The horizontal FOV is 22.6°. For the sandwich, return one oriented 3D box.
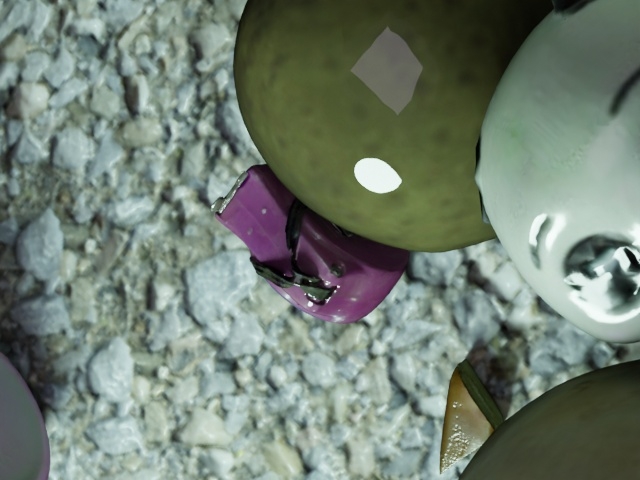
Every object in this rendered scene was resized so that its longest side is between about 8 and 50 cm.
[{"bbox_3d":[0.111,0.132,1.164,0.044,0.031,0.083,11,105,23],"label":"sandwich"}]

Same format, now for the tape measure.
[{"bbox_3d":[0.000,0.000,1.133,0.118,0.125,0.074,49,121,19],"label":"tape measure"}]

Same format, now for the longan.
[{"bbox_3d":[0.060,-0.111,1.051,0.246,0.215,0.246,12,128,16],"label":"longan"}]

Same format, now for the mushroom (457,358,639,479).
[{"bbox_3d":[0.247,0.217,0.949,0.362,0.362,0.294,-2,90,21],"label":"mushroom"}]

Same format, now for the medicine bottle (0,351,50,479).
[{"bbox_3d":[-0.374,0.202,1.278,0.291,0.178,0.178,-33,86,23],"label":"medicine bottle"}]

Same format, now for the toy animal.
[{"bbox_3d":[0.227,-0.034,0.915,0.212,0.267,0.212,-20,66,55],"label":"toy animal"}]
